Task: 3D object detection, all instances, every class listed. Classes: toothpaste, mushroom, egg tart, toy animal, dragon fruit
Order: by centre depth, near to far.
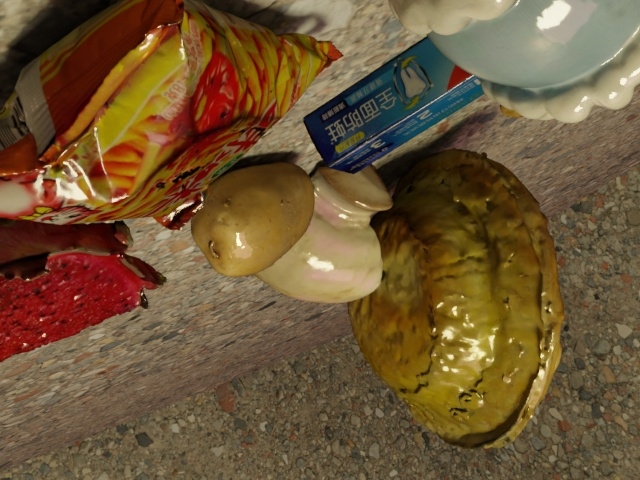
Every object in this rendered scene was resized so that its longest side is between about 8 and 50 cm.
[{"bbox_3d":[0.163,-0.178,0.581,0.204,0.156,0.208,31,139,-32],"label":"toy animal"},{"bbox_3d":[-0.274,0.018,0.695,0.274,0.126,0.161,-21,157,-23],"label":"dragon fruit"},{"bbox_3d":[0.136,-0.175,0.844,0.320,0.066,0.076,-31,167,19],"label":"toothpaste"},{"bbox_3d":[-0.017,0.016,1.097,0.173,0.162,0.236,-19,164,-38],"label":"mushroom"},{"bbox_3d":[0.158,0.085,1.173,0.178,0.443,0.443,-1,157,-26],"label":"egg tart"}]

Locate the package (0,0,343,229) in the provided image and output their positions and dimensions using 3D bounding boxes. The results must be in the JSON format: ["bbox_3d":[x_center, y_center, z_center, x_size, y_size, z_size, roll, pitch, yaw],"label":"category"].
[{"bbox_3d":[-0.115,-0.093,0.591,0.223,0.108,0.288,-36,173,17],"label":"package"}]

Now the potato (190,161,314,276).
[{"bbox_3d":[-0.073,-0.027,0.932,0.109,0.118,0.178,7,-157,32],"label":"potato"}]

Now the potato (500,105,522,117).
[{"bbox_3d":[0.267,-0.190,1.062,0.083,0.062,0.068,-52,147,-22],"label":"potato"}]
